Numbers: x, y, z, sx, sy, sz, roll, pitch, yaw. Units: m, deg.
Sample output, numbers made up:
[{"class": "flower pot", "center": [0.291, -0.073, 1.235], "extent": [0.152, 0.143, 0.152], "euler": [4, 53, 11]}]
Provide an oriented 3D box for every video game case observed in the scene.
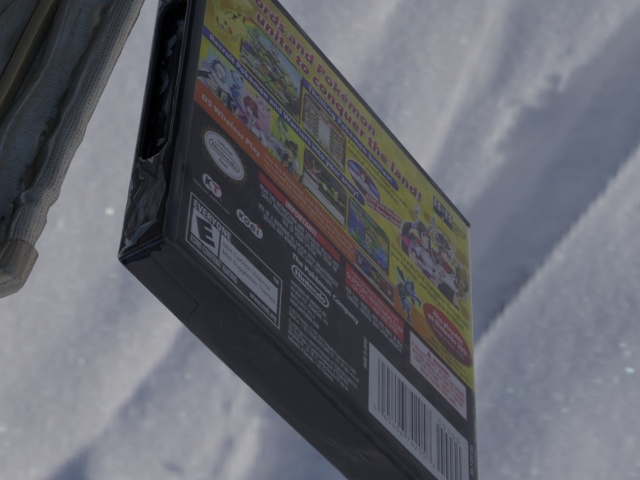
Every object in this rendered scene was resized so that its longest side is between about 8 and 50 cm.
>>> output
[{"class": "video game case", "center": [0.000, 0.000, 0.980], "extent": [0.035, 0.275, 0.248], "euler": [-25, 38, 25]}]

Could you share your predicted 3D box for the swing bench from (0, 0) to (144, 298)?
[{"class": "swing bench", "center": [-0.208, -0.139, 0.781], "extent": [0.165, 0.255, 0.253], "euler": [-10, 46, 35]}]
